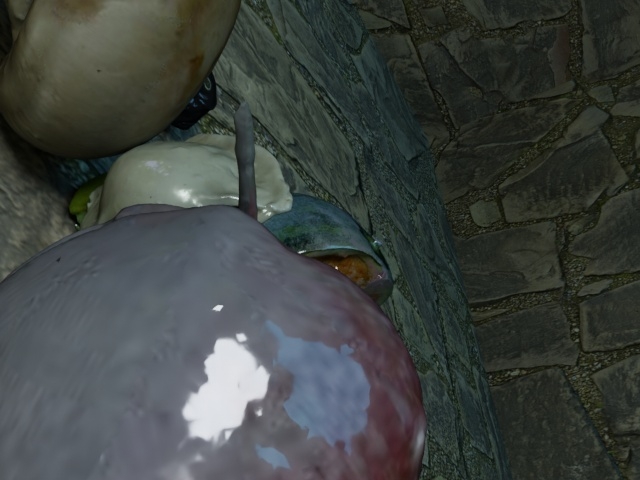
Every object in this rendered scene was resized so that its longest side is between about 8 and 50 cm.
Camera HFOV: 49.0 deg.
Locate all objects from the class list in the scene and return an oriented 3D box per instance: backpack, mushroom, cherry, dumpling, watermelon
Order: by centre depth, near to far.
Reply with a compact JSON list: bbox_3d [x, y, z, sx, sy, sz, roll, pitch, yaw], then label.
[{"bbox_3d":[-0.107,0.132,0.474,0.326,0.335,0.291,39,-33,19],"label":"cherry"},{"bbox_3d":[-0.222,-0.233,0.612,0.290,0.292,0.293,32,34,-22],"label":"mushroom"},{"bbox_3d":[-0.120,-0.045,0.627,0.111,0.181,0.155,107,-14,-45],"label":"dumpling"},{"bbox_3d":[-0.194,-0.226,0.896,0.165,0.105,0.120,43,27,-46],"label":"backpack"},{"bbox_3d":[0.006,-0.002,1.110,0.322,0.175,0.188,37,37,-60],"label":"watermelon"}]

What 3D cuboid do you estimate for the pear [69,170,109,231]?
[{"bbox_3d":[-0.125,0.019,0.810,0.239,0.139,0.288,-86,152,-69],"label":"pear"}]
